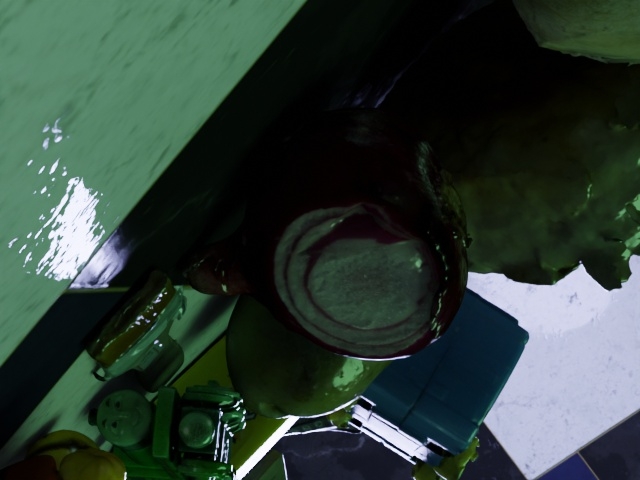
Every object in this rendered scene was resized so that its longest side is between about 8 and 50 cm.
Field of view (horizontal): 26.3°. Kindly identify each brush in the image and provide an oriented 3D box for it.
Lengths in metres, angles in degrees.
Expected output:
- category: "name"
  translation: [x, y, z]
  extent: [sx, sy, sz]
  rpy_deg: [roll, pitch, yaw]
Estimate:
- category: "brush"
  translation: [-0.126, 0.081, 1.024]
  extent: [0.085, 0.020, 0.336]
  rpy_deg: [-48, 174, -10]

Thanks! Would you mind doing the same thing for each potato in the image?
- category: "potato"
  translation: [0.016, 0.053, 1.232]
  extent: [0.174, 0.159, 0.251]
  rpy_deg: [-6, -136, 47]

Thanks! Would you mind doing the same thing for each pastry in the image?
- category: "pastry"
  translation: [0.177, -0.102, 1.072]
  extent: [0.329, 0.136, 0.330]
  rpy_deg: [-22, -148, 15]

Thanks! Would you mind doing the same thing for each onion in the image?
- category: "onion"
  translation: [0.005, -0.008, 0.939]
  extent: [0.198, 0.173, 0.135]
  rpy_deg: [-5, -153, 23]

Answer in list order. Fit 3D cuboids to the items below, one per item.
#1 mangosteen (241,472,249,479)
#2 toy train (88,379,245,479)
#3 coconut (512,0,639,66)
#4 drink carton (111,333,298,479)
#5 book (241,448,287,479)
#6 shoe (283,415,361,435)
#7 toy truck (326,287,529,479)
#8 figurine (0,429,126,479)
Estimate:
- category: "mangosteen"
  translation: [-0.146, 0.361, 1.580]
  extent: [0.287, 0.233, 0.287]
  rpy_deg: [-21, 116, -50]
- category: "toy train"
  translation: [-0.122, 0.163, 1.133]
  extent: [0.251, 0.119, 0.085]
  rpy_deg: [92, 3, -74]
- category: "coconut"
  translation: [0.201, -0.207, 0.905]
  extent: [0.194, 0.194, 0.194]
  rpy_deg: [-48, 173, -7]
- category: "drink carton"
  translation: [-0.074, 0.161, 1.427]
  extent: [0.351, 0.111, 0.154]
  rpy_deg: [-44, 171, -41]
- category: "book"
  translation: [-0.089, 0.381, 1.440]
  extent: [0.215, 0.025, 0.283]
  rpy_deg: [-41, 139, -40]
- category: "shoe"
  translation: [-0.009, 0.235, 2.026]
  extent: [0.336, 0.171, 0.132]
  rpy_deg: [-53, 173, 23]
- category: "toy truck"
  translation: [0.111, 0.157, 1.474]
  extent: [0.162, 0.161, 0.385]
  rpy_deg: [-56, 173, -12]
- category: "figurine"
  translation: [-0.190, 0.261, 0.868]
  extent: [0.323, 0.196, 0.320]
  rpy_deg: [-45, -138, 48]
